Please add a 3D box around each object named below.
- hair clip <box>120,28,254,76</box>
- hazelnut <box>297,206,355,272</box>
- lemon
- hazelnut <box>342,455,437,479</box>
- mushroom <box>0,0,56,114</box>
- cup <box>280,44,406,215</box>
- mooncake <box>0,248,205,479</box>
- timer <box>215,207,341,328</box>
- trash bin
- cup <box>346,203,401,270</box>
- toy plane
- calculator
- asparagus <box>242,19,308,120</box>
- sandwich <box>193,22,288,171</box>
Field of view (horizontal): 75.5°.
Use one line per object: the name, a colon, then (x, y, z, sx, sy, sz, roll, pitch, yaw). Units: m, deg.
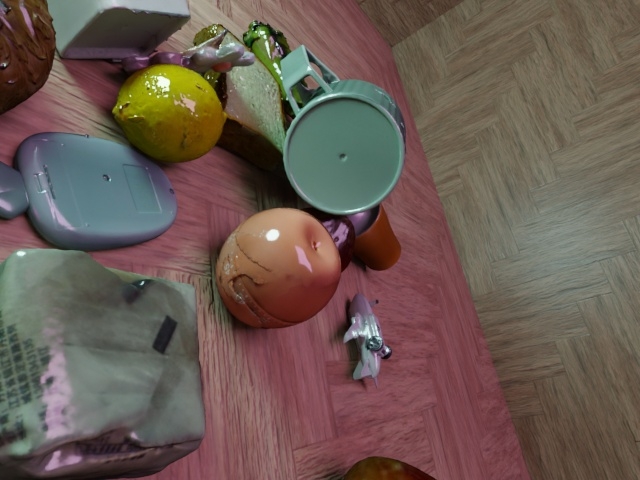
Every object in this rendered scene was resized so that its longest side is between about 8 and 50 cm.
hair clip: (-0.253, -0.355, 0.808, 0.257, 0.146, 0.075, -25, 114, -22)
hazelnut: (0.000, 0.000, 1.020, 0.204, 0.178, 0.178, 40, 38, -30)
lemon: (-0.266, -0.223, 0.735, 0.206, 0.173, 0.173, -31, 96, -56)
hazelnut: (0.163, 0.575, 0.744, 0.372, 0.315, 0.372, 53, 1, -1)
mushroom: (-0.454, -0.281, 0.471, 0.278, 0.163, 0.297, 41, 39, -39)
cup: (0.031, -0.263, 1.040, 0.401, 0.310, 0.392, 28, 21, -4)
mooncake: (-0.267, 0.150, 0.495, 0.250, 0.136, 0.254, 26, 43, -52)
timer: (-0.082, 0.055, 0.802, 0.229, 0.215, 0.230, 40, 33, -33)
trash bin: (-0.370, -0.511, 0.656, 0.256, 0.296, 0.368, -34, 107, -54)
cup: (0.141, -0.038, 1.301, 0.264, 0.182, 0.226, 47, 24, -44)
toy plane: (0.128, 0.256, 1.117, 0.251, 0.101, 0.255, 50, 30, -49)
calculator: (-0.342, -0.076, 0.630, 0.299, 0.041, 0.186, -6, 74, -62)
asparagus: (-0.100, -0.469, 1.237, 0.128, 0.108, 0.382, -26, 89, -58)
sandwich: (-0.188, -0.344, 1.031, 0.271, 0.099, 0.301, 32, 42, -56)
